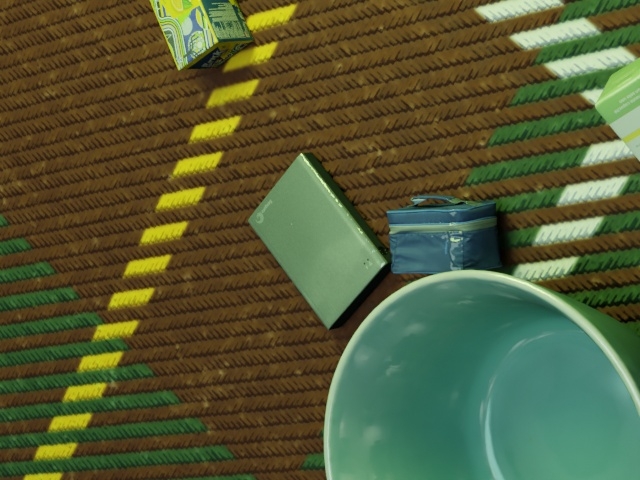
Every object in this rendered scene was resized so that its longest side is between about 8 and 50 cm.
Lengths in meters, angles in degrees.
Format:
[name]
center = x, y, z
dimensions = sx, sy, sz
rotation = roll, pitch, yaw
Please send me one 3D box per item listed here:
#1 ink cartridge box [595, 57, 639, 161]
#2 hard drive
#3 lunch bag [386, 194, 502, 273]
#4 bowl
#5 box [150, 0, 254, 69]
[ink cartridge box]
center = 0.336, -0.062, 1.330
dimensions = 0.171, 0.056, 0.235
rotation = -33, 104, 37
[hard drive]
center = 0.000, 0.000, 1.696
dimensions = 0.135, 0.022, 0.094
rotation = 53, 124, 21
[lunch bag]
center = 0.102, -0.007, 1.585
dimensions = 0.098, 0.067, 0.065
rotation = 0, 95, 40
[bowl]
center = 0.172, 0.168, 1.491
dimensions = 0.311, 0.163, 0.312
rotation = 6, 100, 38
[box]
center = -0.129, -0.247, 1.747
dimensions = 0.059, 0.054, 0.169
rotation = -31, 76, 37
